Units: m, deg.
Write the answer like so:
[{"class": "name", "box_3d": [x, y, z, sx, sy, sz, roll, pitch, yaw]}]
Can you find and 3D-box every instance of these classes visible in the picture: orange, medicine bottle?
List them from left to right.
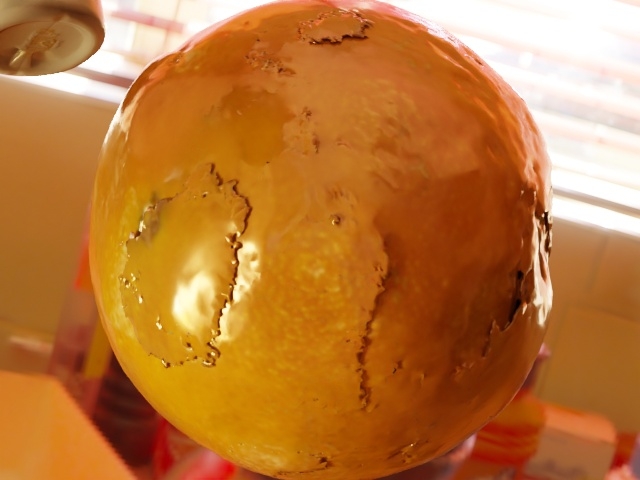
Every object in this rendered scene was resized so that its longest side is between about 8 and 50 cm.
[{"class": "medicine bottle", "box_3d": [-0.171, -0.170, 0.806, 0.079, 0.140, 0.079, -12, -19, -4]}, {"class": "orange", "box_3d": [0.000, 0.000, 0.713, 0.246, 0.246, 0.246, 14, 13, -3]}]
